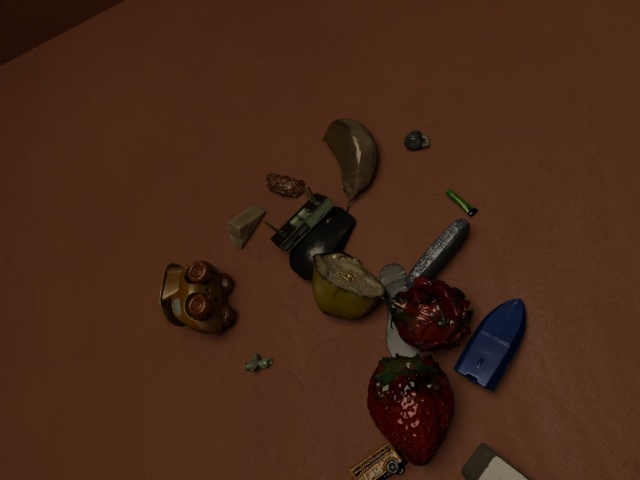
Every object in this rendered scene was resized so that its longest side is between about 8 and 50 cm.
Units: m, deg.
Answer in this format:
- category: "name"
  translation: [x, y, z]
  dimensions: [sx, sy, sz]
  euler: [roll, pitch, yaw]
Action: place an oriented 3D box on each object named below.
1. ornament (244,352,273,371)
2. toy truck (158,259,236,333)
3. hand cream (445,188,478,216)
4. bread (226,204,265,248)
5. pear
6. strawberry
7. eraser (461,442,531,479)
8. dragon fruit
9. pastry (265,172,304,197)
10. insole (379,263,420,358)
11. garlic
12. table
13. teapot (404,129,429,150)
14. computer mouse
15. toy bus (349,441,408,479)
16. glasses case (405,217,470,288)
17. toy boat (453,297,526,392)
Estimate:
- category: "ornament"
  translation: [-0.216, 0.418, 1.800]
  dimensions: [0.092, 0.041, 0.068]
  euler: [4, 47, 36]
- category: "toy truck"
  translation: [-0.437, 0.198, 1.892]
  dimensions: [0.212, 0.204, 0.288]
  euler: [-16, 64, 19]
- category: "hand cream"
  translation: [0.464, -0.126, 1.749]
  dimensions: [0.036, 0.023, 0.122]
  euler: [-38, 60, -9]
- category: "bread"
  translation: [-0.282, -0.055, 2.037]
  dimensions: [0.077, 0.105, 0.152]
  euler: [30, 51, 30]
- category: "pear"
  translation: [0.062, 0.169, 1.717]
  dimensions: [0.267, 0.267, 0.178]
  euler: [39, 113, 31]
- category: "strawberry"
  translation: [0.251, 0.476, 1.477]
  dimensions: [0.239, 0.250, 0.288]
  euler: [-1, 107, 48]
- category: "eraser"
  translation: [0.529, 0.677, 1.357]
  dimensions: [0.352, 0.077, 0.111]
  euler: [35, 82, 31]
- category: "dragon fruit"
  translation: [0.302, 0.205, 1.547]
  dimensions: [0.234, 0.293, 0.233]
  euler: [-51, 21, 29]
- category: "pastry"
  translation: [-0.142, -0.216, 2.021]
  dimensions: [0.169, 0.063, 0.087]
  euler: [14, 72, 28]
- category: "insole"
  translation: [0.253, 0.236, 1.696]
  dimensions: [0.119, 0.009, 0.348]
  euler: [-15, 64, 15]
- category: "garlic"
  translation: [0.125, -0.293, 1.921]
  dimensions: [0.196, 0.151, 0.338]
  euler: [-34, 64, 38]
- category: "table"
  translation: [-0.086, -0.087, 1.857]
  dimensions: [0.240, 0.111, 0.121]
  euler: [-46, 25, -8]
- category: "teapot"
  translation: [0.344, -0.358, 1.881]
  dimensions: [0.088, 0.066, 0.057]
  euler: [16, 56, 5]
- category: "computer mouse"
  translation: [-0.002, -0.001, 1.858]
  dimensions: [0.168, 0.087, 0.295]
  euler: [21, 76, 32]
- category: "toy bus"
  translation: [0.150, 0.664, 1.518]
  dimensions: [0.194, 0.083, 0.088]
  euler: [-37, 56, 3]
- category: "glasses case"
  translation: [0.370, 0.047, 1.667]
  dimensions: [0.282, 0.109, 0.067]
  euler: [-48, 62, -1]
- category: "toy boat"
  translation: [0.510, 0.287, 1.529]
  dimensions: [0.129, 0.088, 0.295]
  euler: [26, 70, 30]
